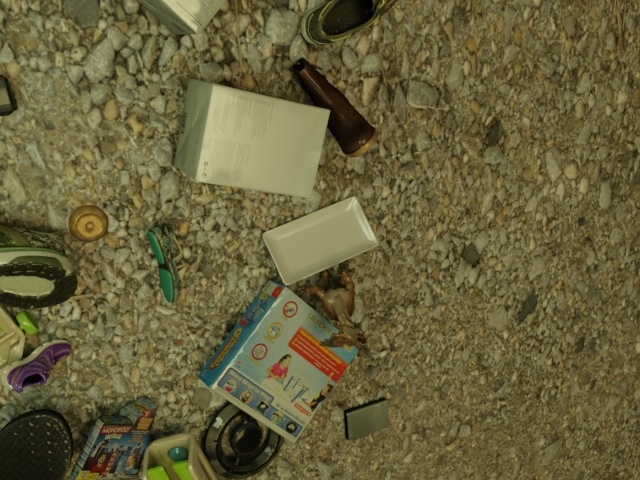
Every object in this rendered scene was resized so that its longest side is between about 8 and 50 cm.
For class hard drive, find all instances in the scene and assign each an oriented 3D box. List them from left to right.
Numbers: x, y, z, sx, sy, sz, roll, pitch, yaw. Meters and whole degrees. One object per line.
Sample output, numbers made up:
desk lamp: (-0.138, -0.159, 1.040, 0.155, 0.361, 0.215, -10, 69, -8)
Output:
hard drive: (0.133, 0.518, 1.903, 0.135, 0.022, 0.094, -12, 111, -22)

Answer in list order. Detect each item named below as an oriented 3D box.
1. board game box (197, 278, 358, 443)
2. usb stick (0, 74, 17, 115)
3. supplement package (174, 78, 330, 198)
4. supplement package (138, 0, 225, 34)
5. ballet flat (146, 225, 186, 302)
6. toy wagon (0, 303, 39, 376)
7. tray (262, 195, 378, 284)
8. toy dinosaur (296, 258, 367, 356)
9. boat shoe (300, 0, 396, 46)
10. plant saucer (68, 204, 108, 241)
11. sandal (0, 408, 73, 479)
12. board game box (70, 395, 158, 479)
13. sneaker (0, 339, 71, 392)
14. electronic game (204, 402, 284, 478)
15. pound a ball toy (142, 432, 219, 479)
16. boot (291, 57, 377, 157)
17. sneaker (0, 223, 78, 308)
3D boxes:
board game box: (-0.097, 0.308, 1.665, 0.308, 0.086, 0.302, 43, 77, -30)
usb stick: (-0.721, -0.252, 1.226, 0.278, 0.045, 0.077, -15, 113, -21)
supplement package: (-0.154, -0.222, 1.427, 0.263, 0.198, 0.199, 7, 102, -27)
supplement package: (-0.256, -0.529, 1.281, 0.149, 0.194, 0.203, 39, 87, -31)
ballet flat: (-0.341, 0.052, 1.502, 0.070, 0.070, 0.188, -18, 116, -21)
toy wagon: (-0.764, 0.167, 1.326, 0.267, 0.068, 0.344, -36, 117, -13)
tray: (0.000, 0.000, 1.644, 0.270, 0.030, 0.145, -23, 84, -18)
toy dinosaur: (0.047, 0.166, 1.630, 0.127, 0.295, 0.200, -19, 100, 12)
boat shoe: (0.098, -0.546, 1.509, 0.305, 0.091, 0.109, -36, 118, -12)
plant saucer: (-0.502, -0.035, 1.421, 0.084, 0.015, 0.083, -8, 110, -24)
sandal: (-0.654, 0.538, 1.480, 0.168, 0.107, 0.445, 13, 115, -12)
board game box: (-0.472, 0.460, 1.533, 0.194, 0.060, 0.194, 31, 83, -58)
sneaker: (-0.598, 0.276, 1.406, 0.170, 0.071, 0.068, -38, 154, -54)
electronic game: (-0.197, 0.518, 1.726, 0.229, 0.048, 0.229, -6, 103, -31)
pound a ball toy: (-0.282, 0.612, 1.640, 0.208, 0.135, 0.319, -16, 125, 4)
boot: (0.020, -0.299, 1.466, 0.090, 0.248, 0.207, -41, 118, 10)
sneaker: (-0.683, 0.014, 1.267, 0.411, 0.182, 0.158, 16, 124, -29)
